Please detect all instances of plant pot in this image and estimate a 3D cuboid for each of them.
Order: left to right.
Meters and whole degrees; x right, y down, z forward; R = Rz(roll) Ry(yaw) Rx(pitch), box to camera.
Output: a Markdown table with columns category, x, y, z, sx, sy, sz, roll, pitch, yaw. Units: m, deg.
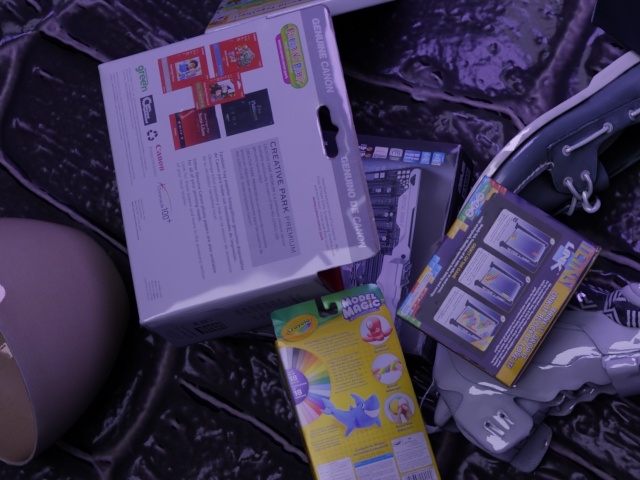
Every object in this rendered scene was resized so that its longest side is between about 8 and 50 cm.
| category | x | y | z | sx | sy | sz | roll | pitch | yaw |
| --- | --- | --- | --- | --- | --- | --- | --- | --- | --- |
| plant pot | -0.330 | 0.086 | 1.998 | 0.191 | 0.284 | 0.284 | -30 | 62 | -32 |

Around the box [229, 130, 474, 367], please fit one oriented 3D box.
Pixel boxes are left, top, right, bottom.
| category | x | y | z | sx | sy | sz | roll | pitch | yaw |
| --- | --- | --- | --- | --- | --- | --- | --- | --- | --- |
| box | 0.000 | 0.000 | 1.993 | 0.307 | 0.076 | 0.242 | 8 | 77 | 20 |

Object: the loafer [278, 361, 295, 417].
| category | x | y | z | sx | sy | sz | roll | pitch | yaw |
| --- | --- | --- | --- | --- | --- | --- | --- | --- | --- |
| loafer | 0.035 | 0.232 | 1.920 | 0.096 | 0.084 | 0.267 | -24 | 80 | -19 |

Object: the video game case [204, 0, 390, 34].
| category | x | y | z | sx | sy | sz | roll | pitch | yaw |
| --- | --- | --- | --- | --- | --- | --- | --- | --- | --- |
| video game case | -0.009 | -0.292 | 2.036 | 0.227 | 0.206 | 0.026 | -13 | 113 | 14 |

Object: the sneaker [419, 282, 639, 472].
| category | x | y | z | sx | sy | sz | roll | pitch | yaw |
| --- | --- | --- | --- | --- | --- | --- | --- | --- | --- |
| sneaker | 0.275 | 0.146 | 1.832 | 0.366 | 0.137 | 0.210 | 13 | 79 | 26 |

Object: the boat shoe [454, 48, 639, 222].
| category | x | y | z | sx | sy | sz | roll | pitch | yaw |
| --- | --- | --- | --- | --- | --- | --- | --- | --- | --- |
| boat shoe | 0.273 | -0.083 | 1.876 | 0.319 | 0.116 | 0.099 | -39 | 67 | -20 |

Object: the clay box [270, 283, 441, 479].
| category | x | y | z | sx | sy | sz | roll | pitch | yaw |
| --- | --- | --- | --- | --- | --- | --- | --- | --- | --- |
| clay box | 0.034 | 0.167 | 1.857 | 0.127 | 0.053 | 0.222 | -15 | 79 | -5 |

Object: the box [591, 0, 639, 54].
| category | x | y | z | sx | sy | sz | roll | pitch | yaw |
| --- | --- | --- | --- | --- | --- | --- | --- | --- | --- |
| box | 0.406 | -0.261 | 1.897 | 0.158 | 0.093 | 0.156 | 39 | 57 | 23 |

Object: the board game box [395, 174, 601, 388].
| category | x | y | z | sx | sy | sz | roll | pitch | yaw |
| --- | --- | --- | --- | --- | --- | --- | --- | --- | --- |
| board game box | 0.179 | 0.042 | 1.778 | 0.141 | 0.048 | 0.170 | 33 | 87 | 6 |

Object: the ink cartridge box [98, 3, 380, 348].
| category | x | y | z | sx | sy | sz | roll | pitch | yaw |
| --- | --- | --- | --- | --- | --- | --- | --- | --- | --- |
| ink cartridge box | -0.076 | -0.070 | 1.924 | 0.272 | 0.130 | 0.309 | -15 | 71 | 11 |
